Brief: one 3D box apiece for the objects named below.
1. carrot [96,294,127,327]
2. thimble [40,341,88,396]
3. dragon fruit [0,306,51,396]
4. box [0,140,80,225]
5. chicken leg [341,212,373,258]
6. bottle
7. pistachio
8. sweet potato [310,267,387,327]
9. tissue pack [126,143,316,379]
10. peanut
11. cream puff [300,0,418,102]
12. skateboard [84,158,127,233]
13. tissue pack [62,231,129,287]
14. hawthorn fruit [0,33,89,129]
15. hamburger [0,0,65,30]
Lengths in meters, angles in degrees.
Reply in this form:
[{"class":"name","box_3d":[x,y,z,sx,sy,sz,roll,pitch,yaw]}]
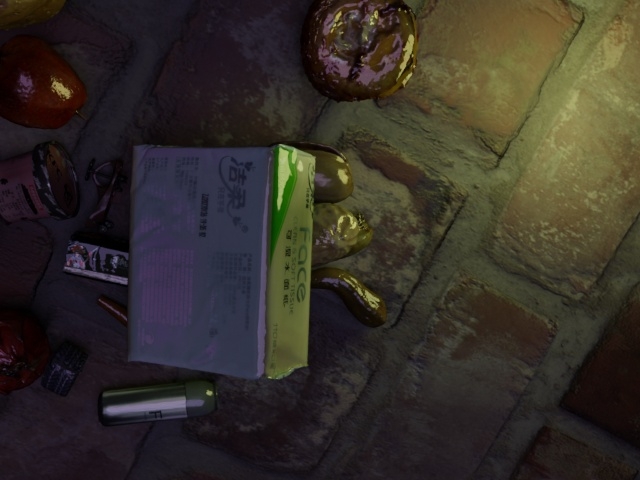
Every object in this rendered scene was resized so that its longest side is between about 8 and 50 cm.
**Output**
[{"class":"carrot","box_3d":[-0.427,0.149,1.627,0.093,0.032,0.032,39,96,-13]},{"class":"thimble","box_3d":[-0.532,0.268,1.611,0.066,0.095,0.104,29,135,-8]},{"class":"dragon fruit","box_3d":[-0.623,0.218,1.530,0.172,0.209,0.172,-32,133,-42]},{"class":"box","box_3d":[-0.550,-0.102,1.474,0.135,0.151,0.151,-13,108,2]},{"class":"chicken leg","box_3d":[0.000,0.000,1.644,0.227,0.088,0.103,-16,118,0]},{"class":"bottle","box_3d":[-0.349,0.355,1.678,0.253,0.080,0.096,-5,145,-9]},{"class":"pistachio","box_3d":[-0.031,-0.135,1.572,0.206,0.129,0.131,6,114,-6]},{"class":"sweet potato","box_3d":[0.057,0.115,1.695,0.233,0.062,0.081,33,99,-15]},{"class":"tissue pack","box_3d":[-0.184,0.031,1.438,0.331,0.205,0.405,3,90,27]},{"class":"peanut","box_3d":[-0.069,-0.013,1.561,0.298,0.136,0.120,4,134,24]},{"class":"cream puff","box_3d":[0.075,-0.381,1.504,0.239,0.164,0.240,0,94,-1]},{"class":"skateboard","box_3d":[-0.437,-0.094,1.546,0.080,0.067,0.151,20,96,-5]},{"class":"tissue pack","box_3d":[-0.421,0.039,1.557,0.170,0.103,0.091,15,97,-15]},{"class":"hawthorn fruit","box_3d":[-0.528,-0.282,1.421,0.173,0.179,0.174,-4,78,19]},{"class":"hamburger","box_3d":[-0.558,-0.426,1.303,0.259,0.283,0.145,-8,99,-4]}]
